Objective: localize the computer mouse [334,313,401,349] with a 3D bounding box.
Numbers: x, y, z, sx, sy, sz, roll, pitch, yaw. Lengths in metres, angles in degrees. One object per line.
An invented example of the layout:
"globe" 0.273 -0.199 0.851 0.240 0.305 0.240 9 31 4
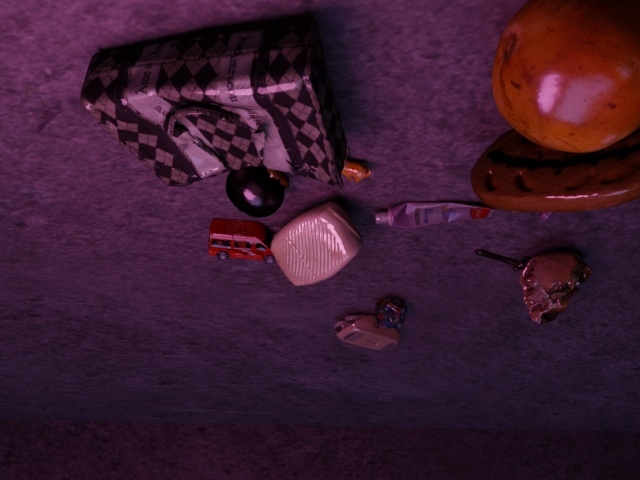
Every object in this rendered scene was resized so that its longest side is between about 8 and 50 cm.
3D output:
"computer mouse" 0.167 0.315 1.848 0.237 0.081 0.145 19 142 -23

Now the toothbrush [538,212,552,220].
"toothbrush" 0.608 -0.148 1.213 0.024 0.029 0.354 19 144 -4

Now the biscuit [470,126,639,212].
"biscuit" 0.458 -0.167 0.962 0.368 0.314 0.063 3 135 50

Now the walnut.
"walnut" 0.653 0.107 1.492 0.204 0.141 0.238 -31 142 -21

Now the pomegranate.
"pomegranate" 0.406 -0.266 0.841 0.265 0.264 0.264 0 146 0

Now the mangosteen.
"mangosteen" -0.133 -0.126 1.173 0.151 0.137 0.137 -49 131 7

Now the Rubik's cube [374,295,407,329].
"Rubik's cube" 0.228 0.233 1.719 0.111 0.111 0.093 20 116 -27

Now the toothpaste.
"toothpaste" 0.287 -0.064 1.325 0.301 0.048 0.075 -3 142 0

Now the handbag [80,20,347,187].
"handbag" -0.171 -0.219 0.987 0.417 0.180 0.316 -1 149 13

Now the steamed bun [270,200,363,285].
"steamed bun" 0.000 0.000 1.324 0.239 0.152 0.170 -30 97 35

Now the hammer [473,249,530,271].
"hammer" 0.515 0.050 1.518 0.178 0.021 0.065 16 142 -19

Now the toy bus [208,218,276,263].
"toy bus" -0.193 -0.001 1.384 0.195 0.081 0.089 5 136 -7

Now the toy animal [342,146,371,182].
"toy animal" 0.063 -0.165 1.163 0.081 0.060 0.083 24 170 46
